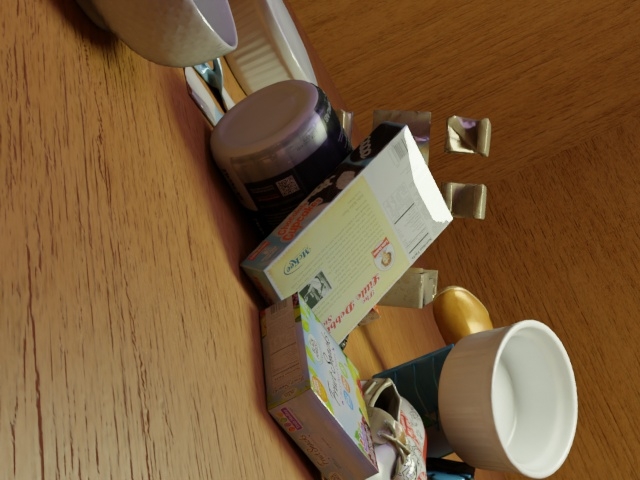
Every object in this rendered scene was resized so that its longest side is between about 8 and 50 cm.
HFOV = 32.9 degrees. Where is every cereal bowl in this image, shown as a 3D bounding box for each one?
[{"bbox_3d":[-0.236,-0.356,1.323,0.339,0.141,0.339,62,10,-19],"label":"cereal bowl"}]

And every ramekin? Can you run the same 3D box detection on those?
[{"bbox_3d":[0.333,0.287,1.951,0.277,0.135,0.277,11,74,-45],"label":"ramekin"},{"bbox_3d":[-0.118,-0.393,2.155,0.273,0.127,0.273,-24,90,-81],"label":"ramekin"}]

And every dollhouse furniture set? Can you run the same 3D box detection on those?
[{"bbox_3d":[0.160,-0.068,2.252,0.256,0.362,0.394,-1,95,-79],"label":"dollhouse furniture set"}]

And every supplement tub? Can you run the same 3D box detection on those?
[{"bbox_3d":[-0.019,-0.071,1.664,0.194,0.193,0.316,-101,164,-56],"label":"supplement tub"}]

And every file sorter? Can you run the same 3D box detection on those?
[{"bbox_3d":[0.199,0.297,2.048,0.118,0.170,0.104,62,14,-22],"label":"file sorter"}]

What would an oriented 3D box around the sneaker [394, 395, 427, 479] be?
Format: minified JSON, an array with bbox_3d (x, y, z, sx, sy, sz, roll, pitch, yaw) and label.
[{"bbox_3d":[0.113,0.311,1.756,0.270,0.090,0.145,-98,164,-54],"label":"sneaker"}]

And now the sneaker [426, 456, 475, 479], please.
[{"bbox_3d":[0.214,0.470,1.956,0.341,0.125,0.140,24,69,-81],"label":"sneaker"}]

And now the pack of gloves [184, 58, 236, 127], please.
[{"bbox_3d":[-0.154,-0.231,1.779,0.232,0.046,0.195,56,12,-46],"label":"pack of gloves"}]

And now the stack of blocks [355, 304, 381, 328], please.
[{"bbox_3d":[0.000,0.000,1.925,0.171,0.087,0.297,50,18,-60],"label":"stack of blocks"}]

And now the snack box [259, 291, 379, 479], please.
[{"bbox_3d":[-0.005,0.195,1.419,0.174,0.070,0.207,54,12,-29],"label":"snack box"}]

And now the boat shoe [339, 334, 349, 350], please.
[{"bbox_3d":[0.024,0.162,1.785,0.142,0.040,0.049,-73,138,-77],"label":"boat shoe"}]

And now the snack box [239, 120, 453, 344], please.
[{"bbox_3d":[0.046,0.000,1.567,0.060,0.322,0.187,14,-38,49],"label":"snack box"}]

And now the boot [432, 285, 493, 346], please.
[{"bbox_3d":[0.322,0.246,2.147,0.295,0.104,0.211,59,9,-34],"label":"boot"}]

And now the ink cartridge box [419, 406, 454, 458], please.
[{"bbox_3d":[0.236,0.343,2.189,0.087,0.153,0.208,61,9,-20],"label":"ink cartridge box"}]

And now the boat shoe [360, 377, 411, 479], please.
[{"bbox_3d":[0.068,0.284,1.521,0.113,0.103,0.302,61,10,-25],"label":"boat shoe"}]
